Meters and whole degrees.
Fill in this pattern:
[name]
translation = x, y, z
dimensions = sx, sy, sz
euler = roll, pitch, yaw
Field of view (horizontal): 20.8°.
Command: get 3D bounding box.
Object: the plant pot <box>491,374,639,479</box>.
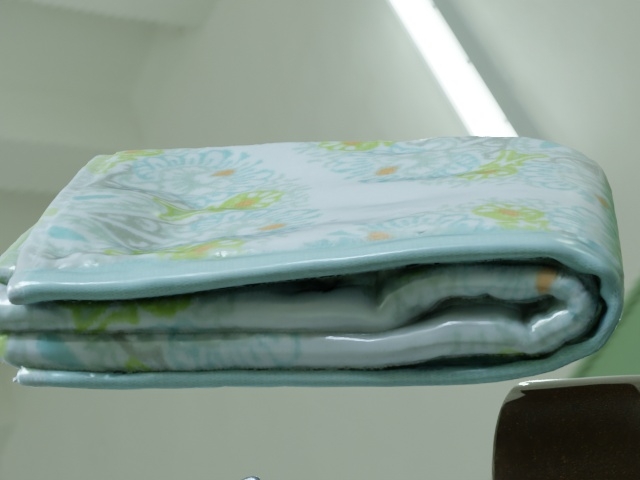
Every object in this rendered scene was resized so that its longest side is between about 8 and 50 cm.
[plant pot]
translation = 0.251, 0.168, 1.046
dimensions = 0.230, 0.215, 0.215
euler = -14, -35, 23

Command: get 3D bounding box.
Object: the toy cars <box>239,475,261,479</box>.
[toy cars]
translation = -0.017, 0.357, 1.738
dimensions = 0.393, 0.087, 0.176
euler = 28, -55, 5

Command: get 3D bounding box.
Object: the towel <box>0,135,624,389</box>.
[towel]
translation = 0.000, 0.000, 1.105
dimensions = 0.374, 0.320, 0.090
euler = -1, -73, 8
